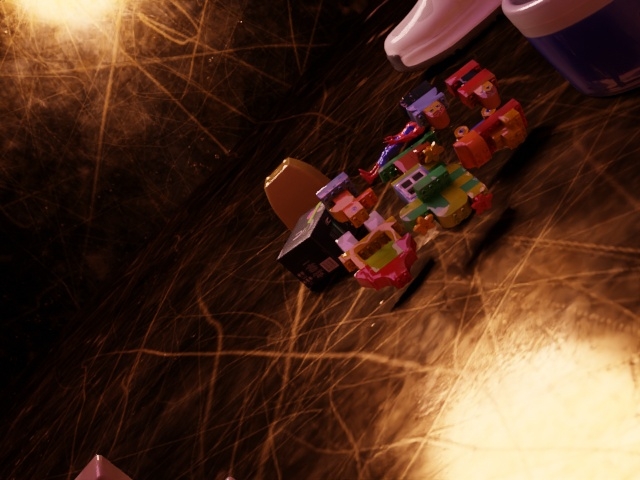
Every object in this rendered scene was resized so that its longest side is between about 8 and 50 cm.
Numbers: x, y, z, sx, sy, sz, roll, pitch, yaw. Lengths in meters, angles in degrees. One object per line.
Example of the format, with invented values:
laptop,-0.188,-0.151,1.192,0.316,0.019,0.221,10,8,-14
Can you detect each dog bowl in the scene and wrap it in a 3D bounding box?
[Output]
dog bowl,0.282,-0.246,0.727,0.265,0.104,0.265,-43,14,14

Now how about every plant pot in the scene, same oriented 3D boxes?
plant pot,-0.031,-0.067,1.218,0.081,0.083,0.081,-44,14,10

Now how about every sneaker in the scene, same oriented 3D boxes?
sneaker,0.205,-0.456,1.237,0.447,0.257,0.169,-41,15,25

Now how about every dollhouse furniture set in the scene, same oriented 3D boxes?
dollhouse furniture set,-0.127,0.193,0.709,0.091,0.114,0.081,-50,9,-1

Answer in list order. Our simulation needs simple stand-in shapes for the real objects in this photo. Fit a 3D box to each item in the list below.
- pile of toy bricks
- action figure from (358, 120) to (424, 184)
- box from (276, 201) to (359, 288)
pile of toy bricks,0.103,-0.048,0.758,0.212,0.118,0.105,-38,46,-2
action figure,0.094,-0.121,1.112,0.115,0.030,0.038,-42,9,10
box,0.000,0.000,0.999,0.062,0.052,0.083,-36,19,38
